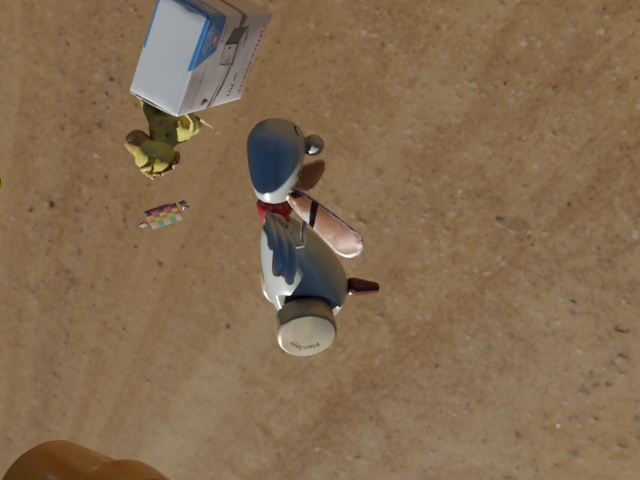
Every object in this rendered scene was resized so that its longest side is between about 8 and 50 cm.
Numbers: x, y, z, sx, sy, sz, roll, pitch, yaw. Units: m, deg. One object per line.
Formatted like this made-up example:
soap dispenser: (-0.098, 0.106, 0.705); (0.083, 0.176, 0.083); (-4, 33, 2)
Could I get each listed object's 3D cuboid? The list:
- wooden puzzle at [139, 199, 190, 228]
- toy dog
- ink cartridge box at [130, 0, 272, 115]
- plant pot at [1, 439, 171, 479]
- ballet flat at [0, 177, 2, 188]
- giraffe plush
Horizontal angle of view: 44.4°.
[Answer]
wooden puzzle: (-0.239, -0.039, 1.202); (0.049, 0.083, 0.006); (81, 169, -63)
toy dog: (0.000, 0.000, 1.028); (0.161, 0.220, 0.334); (-11, 149, -9)
ink cartridge box: (-0.157, -0.257, 1.056); (0.082, 0.190, 0.140); (30, 115, 12)
plant pot: (-0.295, 0.344, 0.962); (0.188, 0.205, 0.205); (20, 141, 41)
ballet flat: (-0.791, -0.073, 1.720); (0.077, 0.231, 0.077); (59, 177, 22)
giraffe plush: (-0.347, -0.223, 1.700); (0.210, 0.170, 0.181); (37, 180, 25)
